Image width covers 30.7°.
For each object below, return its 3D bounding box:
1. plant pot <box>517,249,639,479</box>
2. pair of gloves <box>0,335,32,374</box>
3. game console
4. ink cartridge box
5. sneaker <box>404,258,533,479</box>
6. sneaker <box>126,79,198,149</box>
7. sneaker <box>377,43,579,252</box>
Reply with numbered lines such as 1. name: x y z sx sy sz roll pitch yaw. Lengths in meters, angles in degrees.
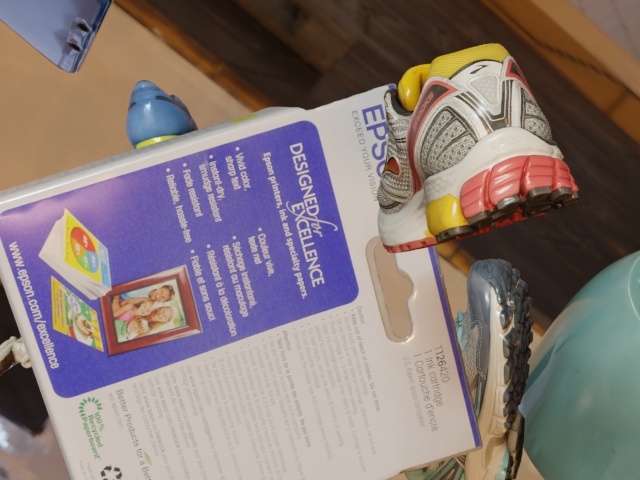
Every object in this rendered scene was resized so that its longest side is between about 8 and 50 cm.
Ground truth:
1. plant pot: 0.390 0.143 1.299 0.235 0.293 0.293 105 -175 -46
2. pair of gloves: -0.369 0.125 1.524 0.240 0.042 0.204 -27 9 31
3. game console: -0.252 -0.298 0.951 0.293 0.173 0.250 166 112 -71
4. ink cartridge box: -0.060 0.065 0.874 0.307 0.303 0.072 -18 16 -12
5. sneaker: 0.125 0.141 1.079 0.110 0.122 0.283 -57 -28 -54
6. sneaker: -0.156 -0.116 1.211 0.069 0.082 0.209 -15 -6 2
7. sneaker: 0.075 -0.048 0.626 0.088 0.092 0.225 -15 -3 -9
